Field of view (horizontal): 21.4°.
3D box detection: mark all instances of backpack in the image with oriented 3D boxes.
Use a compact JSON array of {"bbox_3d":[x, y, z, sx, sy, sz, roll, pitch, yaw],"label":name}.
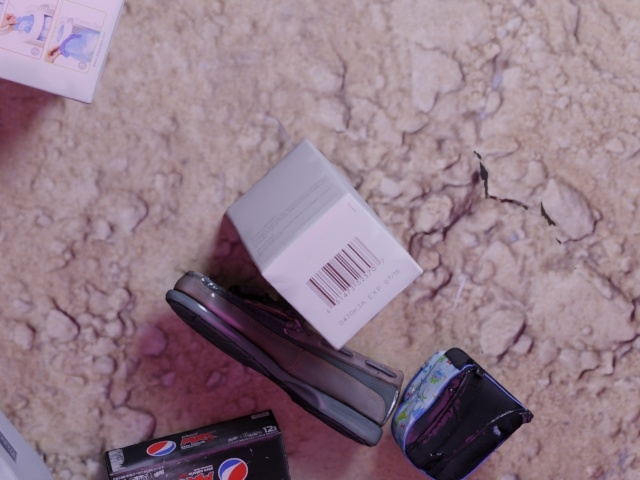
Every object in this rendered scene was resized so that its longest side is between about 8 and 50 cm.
[{"bbox_3d":[0.126,0.172,1.644,0.105,0.084,0.114,41,91,-25],"label":"backpack"}]

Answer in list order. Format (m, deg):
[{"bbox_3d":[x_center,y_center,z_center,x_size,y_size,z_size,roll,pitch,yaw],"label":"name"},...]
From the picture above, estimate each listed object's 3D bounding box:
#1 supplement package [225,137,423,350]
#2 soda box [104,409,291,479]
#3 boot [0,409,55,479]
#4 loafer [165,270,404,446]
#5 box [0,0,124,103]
[{"bbox_3d":[0.000,0.000,1.501,0.105,0.179,0.105,-43,113,4],"label":"supplement package"},{"bbox_3d":[-0.117,0.217,1.620,0.169,0.053,0.060,-13,112,-8],"label":"soda box"},{"bbox_3d":[-0.331,0.228,1.565,0.123,0.095,0.258,-25,111,10],"label":"boot"},{"bbox_3d":[-0.029,0.095,1.590,0.267,0.096,0.084,39,77,-29],"label":"loafer"},{"bbox_3d":[-0.276,-0.201,1.399,0.203,0.114,0.103,16,106,-18],"label":"box"}]
